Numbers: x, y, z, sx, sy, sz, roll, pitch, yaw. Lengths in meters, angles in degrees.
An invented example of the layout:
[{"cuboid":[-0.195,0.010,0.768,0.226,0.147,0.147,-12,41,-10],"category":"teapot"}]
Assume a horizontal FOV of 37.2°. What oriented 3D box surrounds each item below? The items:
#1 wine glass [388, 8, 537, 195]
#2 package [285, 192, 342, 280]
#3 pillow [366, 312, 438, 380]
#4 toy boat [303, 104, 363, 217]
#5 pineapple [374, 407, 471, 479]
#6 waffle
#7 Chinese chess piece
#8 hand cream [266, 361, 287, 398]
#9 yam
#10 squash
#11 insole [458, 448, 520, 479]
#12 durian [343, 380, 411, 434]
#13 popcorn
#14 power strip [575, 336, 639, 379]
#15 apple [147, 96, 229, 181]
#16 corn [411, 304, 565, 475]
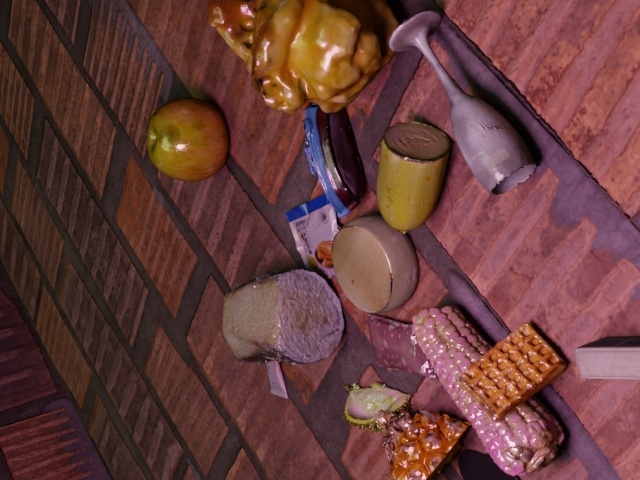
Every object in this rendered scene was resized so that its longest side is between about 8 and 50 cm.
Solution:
[{"cuboid":[0.190,-0.226,1.431,0.096,0.264,0.309,-35,71,17],"category":"wine glass"},{"cuboid":[0.000,0.000,1.971,0.171,0.027,0.173,-24,88,55],"category":"package"},{"cuboid":[0.149,0.205,1.829,0.185,0.043,0.118,1,106,55],"category":"pillow"},{"cuboid":[0.016,-0.153,1.821,0.097,0.100,0.223,-16,88,46],"category":"toy boat"},{"cuboid":[0.155,0.393,1.775,0.164,0.140,0.250,43,141,6],"category":"pineapple"},{"cuboid":[0.307,0.211,1.526,0.102,0.148,0.042,48,171,34],"category":"waffle"},{"cuboid":[0.103,0.044,1.802,0.188,0.083,0.188,27,126,44],"category":"Chinese chess piece"},{"cuboid":[-0.113,0.270,2.239,0.052,0.038,0.216,-129,28,-69],"category":"hand cream"},{"cuboid":[-0.088,0.174,2.019,0.271,0.201,0.202,-13,68,49],"category":"yam"},{"cuboid":[0.156,-0.096,1.640,0.123,0.123,0.187,39,137,40],"category":"squash"},{"cuboid":[0.365,0.469,1.662,0.348,0.009,0.119,25,124,48],"category":"insole"},{"cuboid":[0.106,0.342,1.940,0.215,0.086,0.100,-4,66,52],"category":"durian"},{"cuboid":[0.002,-0.382,1.635,0.321,0.290,0.326,-26,38,29],"category":"popcorn"},{"cuboid":[0.470,0.163,1.329,0.272,0.078,0.052,-9,93,56],"category":"power strip"},{"cuboid":[-0.308,-0.229,2.184,0.196,0.196,0.196,26,123,48],"category":"apple"},{"cuboid":[0.273,0.249,1.610,0.335,0.126,0.127,52,140,32],"category":"corn"}]
